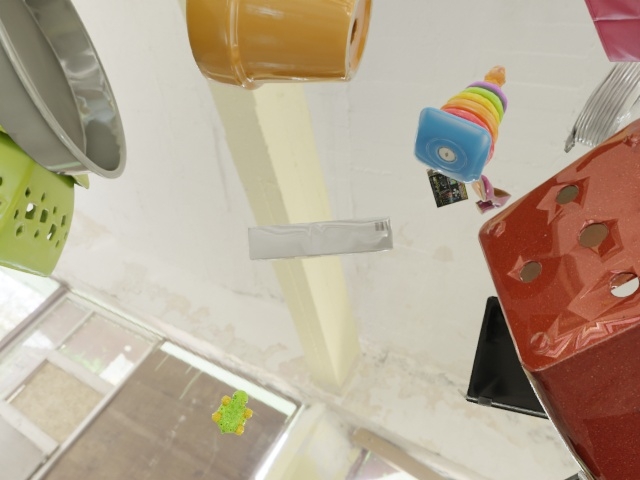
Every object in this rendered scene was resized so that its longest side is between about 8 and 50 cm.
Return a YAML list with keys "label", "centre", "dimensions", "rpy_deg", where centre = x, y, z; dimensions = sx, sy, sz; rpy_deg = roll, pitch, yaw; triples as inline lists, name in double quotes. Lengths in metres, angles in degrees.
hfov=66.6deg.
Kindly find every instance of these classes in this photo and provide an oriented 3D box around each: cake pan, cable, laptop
- label: "cake pan"
  centre: [-0.309, -0.202, 0.545]
  dimensions: [0.293, 0.054, 0.293]
  rpy_deg: [162, -90, -87]
- label: "cable"
  centre: [0.702, -0.335, 1.147]
  dimensions: [0.089, 0.257, 0.257]
  rpy_deg: [39, -17, 25]
- label: "laptop"
  centre: [0.550, 0.302, 1.152]
  dimensions: [0.381, 0.236, 0.408]
  rpy_deg: [10, -11, 13]

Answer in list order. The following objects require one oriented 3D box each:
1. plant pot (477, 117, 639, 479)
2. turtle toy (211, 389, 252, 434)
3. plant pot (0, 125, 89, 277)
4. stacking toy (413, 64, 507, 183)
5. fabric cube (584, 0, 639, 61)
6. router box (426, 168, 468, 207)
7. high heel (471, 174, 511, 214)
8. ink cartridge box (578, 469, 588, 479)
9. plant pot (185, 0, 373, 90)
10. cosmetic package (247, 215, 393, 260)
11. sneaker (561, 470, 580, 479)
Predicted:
- label: "plant pot"
  centre: [0.298, 0.055, 0.432]
  dimensions: [0.235, 0.267, 0.267]
  rpy_deg: [37, -58, -24]
- label: "turtle toy"
  centre: [-0.240, 0.473, 1.348]
  dimensions: [0.095, 0.130, 0.066]
  rpy_deg: [32, -36, -4]
- label: "plant pot"
  centre: [-0.509, -0.089, 0.753]
  dimensions: [0.227, 0.207, 0.228]
  rpy_deg: [25, -14, -3]
- label: "stacking toy"
  centre: [0.348, -0.288, 1.088]
  dimensions: [0.165, 0.302, 0.175]
  rpy_deg: [28, -26, 18]
- label: "fabric cube"
  centre: [0.621, -0.462, 0.781]
  dimensions: [0.259, 0.254, 0.258]
  rpy_deg: [30, 1, -41]
- label: "router box"
  centre: [0.357, -0.158, 1.369]
  dimensions: [0.092, 0.038, 0.122]
  rpy_deg: [-15, -50, 15]
- label: "high heel"
  centre: [0.542, -0.160, 1.518]
  dimensions: [0.082, 0.117, 0.244]
  rpy_deg: [64, 8, 32]
- label: "ink cartridge box"
  centre: [0.664, 0.604, 0.970]
  dimensions: [0.278, 0.117, 0.201]
  rpy_deg: [-87, 153, -81]
- label: "plant pot"
  centre: [-0.038, -0.287, 0.626]
  dimensions: [0.187, 0.205, 0.205]
  rpy_deg: [16, -36, 11]
- label: "cosmetic package"
  centre: [0.000, 0.000, 0.847]
  dimensions: [0.239, 0.061, 0.099]
  rpy_deg: [-4, -2, -1]
- label: "sneaker"
  centre: [0.626, 0.617, 1.192]
  dimensions: [0.106, 0.234, 0.078]
  rpy_deg: [59, 9, -61]
